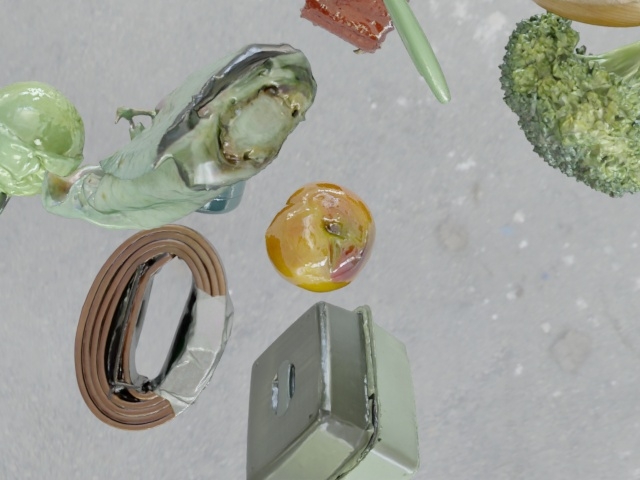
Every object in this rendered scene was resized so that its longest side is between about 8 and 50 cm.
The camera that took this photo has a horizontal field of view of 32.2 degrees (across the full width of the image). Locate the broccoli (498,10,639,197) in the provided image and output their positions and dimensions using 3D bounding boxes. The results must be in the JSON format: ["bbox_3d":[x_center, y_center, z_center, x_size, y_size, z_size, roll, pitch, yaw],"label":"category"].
[{"bbox_3d":[0.392,-0.190,1.575,0.288,0.260,0.235,33,64,-35],"label":"broccoli"}]

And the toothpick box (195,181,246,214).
[{"bbox_3d":[-0.151,-0.140,1.556,0.120,0.184,0.120,14,25,-6],"label":"toothpick box"}]

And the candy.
[{"bbox_3d":[-0.308,0.013,0.958,0.092,0.093,0.335,42,107,37],"label":"candy"}]

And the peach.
[{"bbox_3d":[0.000,0.000,1.352,0.138,0.138,0.138,4,70,-11],"label":"peach"}]

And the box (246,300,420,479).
[{"bbox_3d":[0.012,0.235,1.504,0.166,0.220,0.290,33,29,-23],"label":"box"}]

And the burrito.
[{"bbox_3d":[-0.110,-0.065,0.820,0.144,0.229,0.089,-45,107,-31],"label":"burrito"}]

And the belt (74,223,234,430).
[{"bbox_3d":[-0.205,0.107,1.386,0.184,0.105,0.261,13,88,-7],"label":"belt"}]

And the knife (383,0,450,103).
[{"bbox_3d":[0.043,-0.247,0.966,0.020,0.043,0.293,-32,106,-9],"label":"knife"}]

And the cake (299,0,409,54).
[{"bbox_3d":[0.089,-0.419,1.649,0.151,0.283,0.177,26,25,-5],"label":"cake"}]

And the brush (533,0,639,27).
[{"bbox_3d":[0.315,-0.370,1.372,0.174,0.166,0.266,-49,50,16],"label":"brush"}]
